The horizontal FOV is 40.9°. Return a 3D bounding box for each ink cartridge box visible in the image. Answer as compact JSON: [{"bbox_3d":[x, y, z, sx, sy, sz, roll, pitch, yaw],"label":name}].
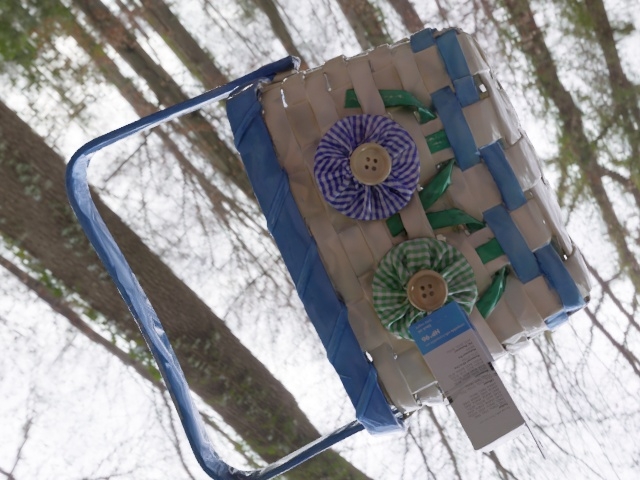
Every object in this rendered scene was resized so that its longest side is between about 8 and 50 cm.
[{"bbox_3d":[0.078,0.075,0.418,0.028,0.048,0.083,-31,-111,8],"label":"ink cartridge box"}]

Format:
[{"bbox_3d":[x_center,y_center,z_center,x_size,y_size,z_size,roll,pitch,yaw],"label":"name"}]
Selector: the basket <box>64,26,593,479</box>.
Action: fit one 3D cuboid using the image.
[{"bbox_3d":[0.000,0.000,0.551,0.289,0.201,0.255,-26,-86,19],"label":"basket"}]
